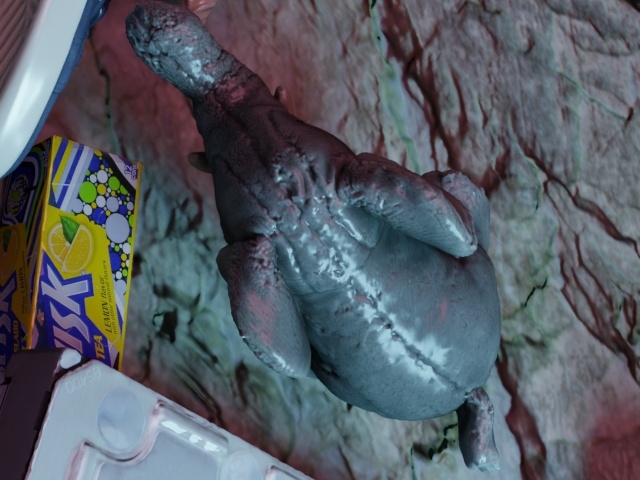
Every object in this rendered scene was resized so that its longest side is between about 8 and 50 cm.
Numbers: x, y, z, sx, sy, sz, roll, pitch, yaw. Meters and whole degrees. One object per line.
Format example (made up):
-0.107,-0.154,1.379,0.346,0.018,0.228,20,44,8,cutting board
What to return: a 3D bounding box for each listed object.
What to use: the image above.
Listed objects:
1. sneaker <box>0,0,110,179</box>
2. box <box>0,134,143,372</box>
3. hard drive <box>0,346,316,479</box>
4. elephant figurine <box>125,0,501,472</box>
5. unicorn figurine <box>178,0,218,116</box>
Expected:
-0.124,-0.177,0.800,0.148,0.131,0.350,35,65,-52,sneaker
-0.140,0.035,0.763,0.059,0.054,0.169,17,66,-36,box
-0.056,0.225,0.726,0.339,0.064,0.237,36,57,-39,hard drive
0.000,0.000,0.781,0.239,0.186,0.169,45,59,-56,elephant figurine
-0.053,-0.173,0.872,0.060,0.162,0.111,29,33,-24,unicorn figurine
